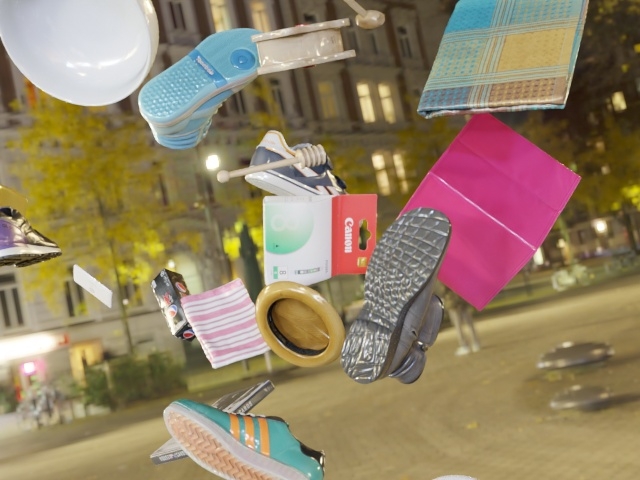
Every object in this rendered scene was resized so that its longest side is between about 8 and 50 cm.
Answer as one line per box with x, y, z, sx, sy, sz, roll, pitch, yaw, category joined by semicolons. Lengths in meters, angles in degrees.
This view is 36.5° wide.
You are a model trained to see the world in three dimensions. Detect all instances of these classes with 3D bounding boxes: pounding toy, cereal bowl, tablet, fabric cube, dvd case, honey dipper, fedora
-0.019;-0.427;1.940;0.269;0.155;0.154;-18;13;-33;pounding toy
-0.490;-0.460;2.026;0.339;0.339;0.141;-13;33;23;cereal bowl
-0.384;0.078;1.639;0.006;0.083;0.054;-47;-14;-34;tablet
0.332;-0.065;2.011;0.259;0.258;0.254;-50;-7;-37;fabric cube
-0.226;0.381;2.032;0.179;0.029;0.238;-26;8;48;dvd case
-0.071;-0.105;1.388;0.160;0.030;0.030;-16;-2;-18;honey dipper
-0.029;0.150;1.861;0.194;0.194;0.079;-14;17;32;fedora

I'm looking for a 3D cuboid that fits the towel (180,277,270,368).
-0.194;0.172;2.034;0.144;0.197;0.029;-19;-39;-19;towel

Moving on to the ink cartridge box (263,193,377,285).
0.000;0.000;1.917;0.224;0.181;0.056;0;25;0;ink cartridge box

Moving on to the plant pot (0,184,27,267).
-0.788;-0.039;2.202;0.212;0.212;0.187;9;4;23;plant pot

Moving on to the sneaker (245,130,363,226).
-0.012;-0.130;2.093;0.126;0.127;0.321;6;-16;47;sneaker

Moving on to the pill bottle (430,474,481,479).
0.188;0.442;1.327;0.152;0.152;0.272;-12;-37;-1;pill bottle

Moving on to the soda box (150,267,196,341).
-0.316;0.142;2.147;0.053;0.169;0.060;-44;-40;18;soda box

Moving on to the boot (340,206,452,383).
0.164;0.101;1.744;0.118;0.338;0.222;33;12;28;boot

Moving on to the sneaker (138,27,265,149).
-0.237;-0.314;2.058;0.319;0.127;0.208;-32;-16;-15;sneaker

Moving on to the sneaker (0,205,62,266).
-0.640;-0.014;2.079;0.107;0.124;0.283;-17;-4;4;sneaker

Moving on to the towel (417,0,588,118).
0.345;-0.354;1.798;0.271;0.040;0.370;-1;45;25;towel

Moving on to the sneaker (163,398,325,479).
-0.131;0.357;1.724;0.121;0.302;0.108;-53;-9;-49;sneaker
